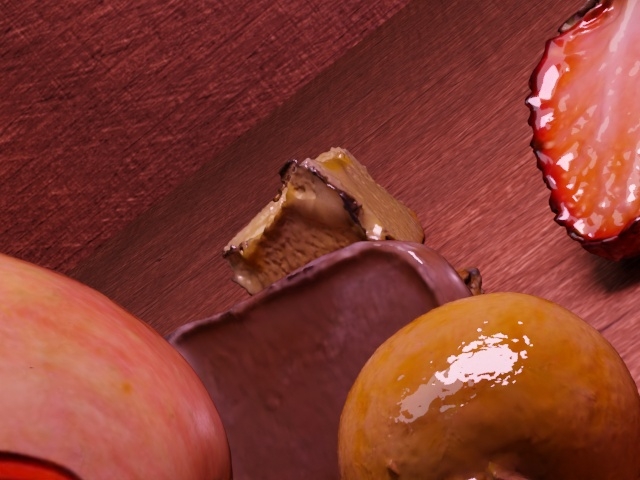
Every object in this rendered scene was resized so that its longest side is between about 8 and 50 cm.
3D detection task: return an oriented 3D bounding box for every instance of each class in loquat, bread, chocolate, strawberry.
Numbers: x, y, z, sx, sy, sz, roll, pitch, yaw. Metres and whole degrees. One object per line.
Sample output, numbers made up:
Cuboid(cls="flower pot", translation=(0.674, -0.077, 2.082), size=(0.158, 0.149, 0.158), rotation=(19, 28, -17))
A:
Cuboid(cls="loquat", translation=(0.082, 0.098, 0.694), size=(0.163, 0.137, 0.163), rotation=(-9, 26, 5))
Cuboid(cls="bread", translation=(0.000, 0.000, 1.277), size=(0.169, 0.140, 0.160), rotation=(-44, 1, -1))
Cuboid(cls="chocolate", translation=(0.019, 0.092, 0.935), size=(0.261, 0.161, 0.083), rotation=(-23, -5, 41))
Cuboid(cls="strawberry", translation=(0.237, -0.076, 0.977), size=(0.190, 0.111, 0.236), rotation=(-13, 51, 43))

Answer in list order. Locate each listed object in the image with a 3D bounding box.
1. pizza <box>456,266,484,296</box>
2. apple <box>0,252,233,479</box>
Cuboid(cls="pizza", translation=(0.063, 0.086, 1.041), size=(0.184, 0.036, 0.176), rotation=(-36, 20, -11))
Cuboid(cls="apple", translation=(-0.244, 0.189, 0.762), size=(0.391, 0.346, 0.391), rotation=(15, -90, -84))
